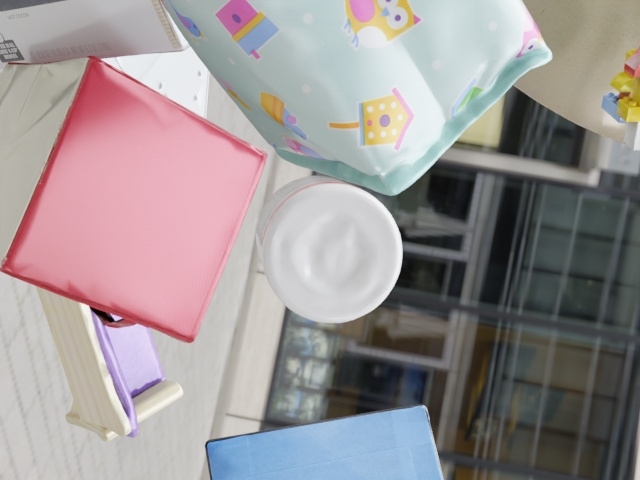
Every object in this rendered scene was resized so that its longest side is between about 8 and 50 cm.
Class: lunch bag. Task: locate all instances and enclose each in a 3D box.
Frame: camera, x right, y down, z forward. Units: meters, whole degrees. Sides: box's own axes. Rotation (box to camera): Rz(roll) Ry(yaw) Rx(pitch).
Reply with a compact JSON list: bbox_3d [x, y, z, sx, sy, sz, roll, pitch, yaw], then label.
[{"bbox_3d":[-0.020,-0.164,0.561,0.160,0.223,0.262,-41,-157,-7],"label":"lunch bag"}]

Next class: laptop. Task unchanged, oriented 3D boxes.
[{"bbox_3d":[0.066,0.452,1.342,0.408,0.382,0.236,-145,-129,-66],"label":"laptop"}]

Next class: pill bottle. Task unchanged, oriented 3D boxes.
[{"bbox_3d":[0.000,0.000,1.283,0.318,0.176,0.176,-133,-128,-81],"label":"pill bottle"}]

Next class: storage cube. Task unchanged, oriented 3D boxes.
[{"bbox_3d":[-0.200,-0.040,0.834,0.193,0.184,0.214,27,80,-40],"label":"storage cube"}]

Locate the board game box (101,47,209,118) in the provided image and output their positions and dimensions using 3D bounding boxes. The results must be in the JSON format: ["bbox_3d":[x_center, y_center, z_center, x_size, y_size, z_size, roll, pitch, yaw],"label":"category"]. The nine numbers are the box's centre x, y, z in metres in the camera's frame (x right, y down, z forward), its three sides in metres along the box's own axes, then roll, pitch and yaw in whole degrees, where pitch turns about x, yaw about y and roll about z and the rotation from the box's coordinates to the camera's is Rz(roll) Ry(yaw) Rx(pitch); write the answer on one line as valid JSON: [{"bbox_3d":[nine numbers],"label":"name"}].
[{"bbox_3d":[-0.304,-0.314,1.432,0.390,0.050,0.389,-7,104,-61],"label":"board game box"}]

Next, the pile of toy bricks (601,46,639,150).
[{"bbox_3d":[0.285,-0.125,0.591,0.118,0.212,0.105,-104,-167,-61],"label":"pile of toy bricks"}]

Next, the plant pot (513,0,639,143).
[{"bbox_3d":[0.270,-0.239,0.793,0.284,0.284,0.191,-74,-169,-51],"label":"plant pot"}]

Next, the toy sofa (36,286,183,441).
[{"bbox_3d":[-0.320,0.102,1.366,0.150,0.177,0.362,-29,112,-41],"label":"toy sofa"}]

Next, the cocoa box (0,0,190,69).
[{"bbox_3d":[-0.223,-0.315,0.858,0.231,0.347,0.227,-49,129,-38],"label":"cocoa box"}]
